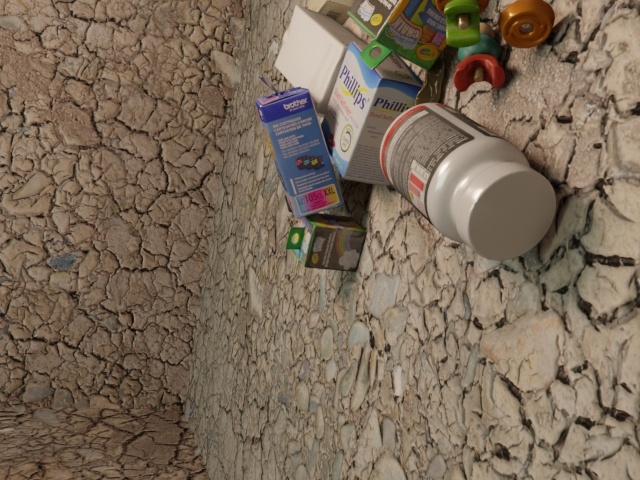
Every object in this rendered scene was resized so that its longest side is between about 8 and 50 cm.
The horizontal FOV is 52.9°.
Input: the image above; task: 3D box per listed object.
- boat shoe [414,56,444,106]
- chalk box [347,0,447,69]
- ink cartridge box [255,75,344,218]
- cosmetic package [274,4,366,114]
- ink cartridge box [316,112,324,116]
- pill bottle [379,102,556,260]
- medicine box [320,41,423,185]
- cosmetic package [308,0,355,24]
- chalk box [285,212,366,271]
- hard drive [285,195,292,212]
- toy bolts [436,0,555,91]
[{"bbox_3d":[0.267,-0.364,1.550,0.056,0.048,0.152,16,106,22],"label":"boat shoe"},{"bbox_3d":[0.199,-0.525,1.489,0.289,0.179,0.180,-55,38,24],"label":"chalk box"},{"bbox_3d":[-0.074,-0.290,1.849,0.270,0.151,0.395,-121,14,-73],"label":"ink cartridge box"},{"bbox_3d":[0.015,-0.551,1.989,0.217,0.156,0.385,-65,35,28],"label":"cosmetic package"},{"bbox_3d":[0.056,-0.516,2.110,0.232,0.066,0.188,2,85,53],"label":"ink cartridge box"},{"bbox_3d":[0.272,-0.120,1.243,0.363,0.210,0.210,-122,44,-58],"label":"pill bottle"},{"bbox_3d":[0.133,-0.341,1.726,0.263,0.149,0.289,-113,36,-51],"label":"medicine box"},{"bbox_3d":[0.037,-0.887,2.169,0.160,0.113,0.309,149,124,-61],"label":"cosmetic package"},{"bbox_3d":[0.000,0.000,1.857,0.132,0.213,0.132,-131,52,-61],"label":"chalk box"},{"bbox_3d":[-0.096,-0.185,2.394,0.094,0.022,0.135,-106,32,-44],"label":"hard drive"},{"bbox_3d":[0.343,-0.430,1.282,0.228,0.219,0.158,73,-158,-56],"label":"toy bolts"}]
